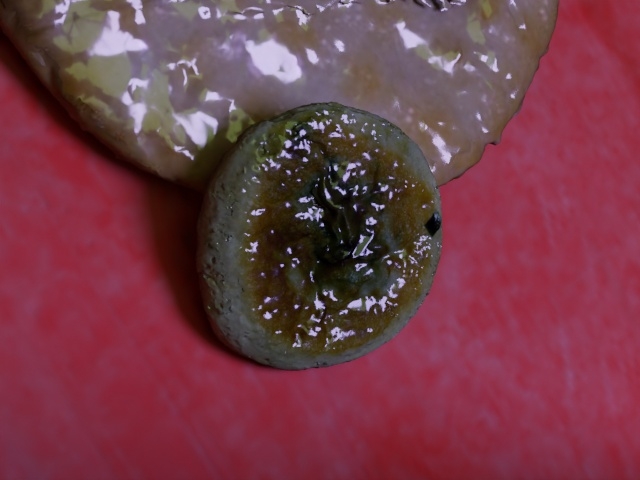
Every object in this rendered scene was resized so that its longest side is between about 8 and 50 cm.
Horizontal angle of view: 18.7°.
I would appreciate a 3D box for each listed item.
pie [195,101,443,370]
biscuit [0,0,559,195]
[{"bbox_3d":[0.001,-0.001,0.568,0.084,0.021,0.084,-9,111,-23],"label":"pie"},{"bbox_3d":[-0.014,-0.113,0.600,0.220,0.033,0.220,7,76,-27],"label":"biscuit"}]
